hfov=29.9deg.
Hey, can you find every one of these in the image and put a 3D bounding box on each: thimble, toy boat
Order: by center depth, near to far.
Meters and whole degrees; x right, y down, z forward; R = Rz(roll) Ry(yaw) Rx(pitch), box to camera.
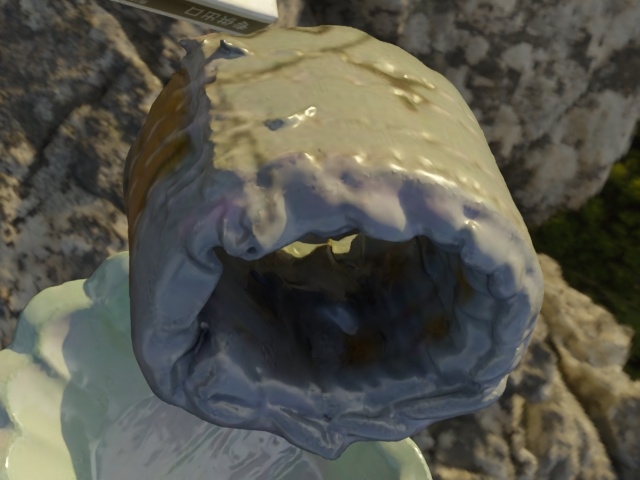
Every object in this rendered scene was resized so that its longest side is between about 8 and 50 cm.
[{"bbox_3d":[0.003,-0.001,0.452,0.151,0.118,0.127,11,125,-21],"label":"thimble"},{"bbox_3d":[-0.045,0.135,0.626,0.199,0.290,0.100,-45,159,-15],"label":"toy boat"}]

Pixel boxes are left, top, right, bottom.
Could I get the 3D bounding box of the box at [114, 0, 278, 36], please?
[{"bbox_3d":[-0.104,-0.159,0.509,0.198,0.029,0.109,8,68,-43],"label":"box"}]
